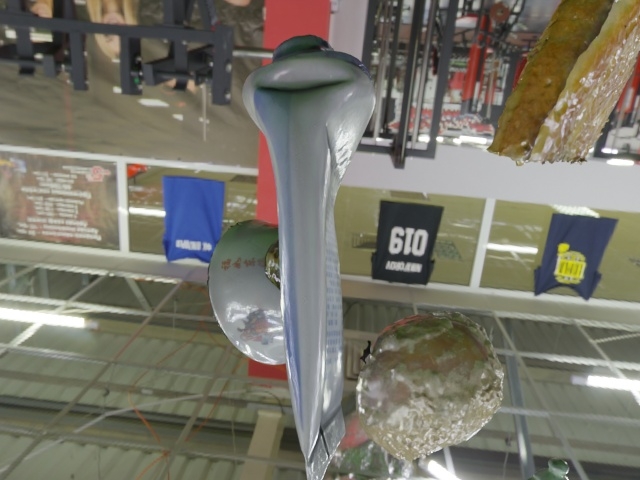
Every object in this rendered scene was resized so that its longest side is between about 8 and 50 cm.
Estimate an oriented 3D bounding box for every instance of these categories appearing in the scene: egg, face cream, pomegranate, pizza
[{"bbox_3d":[0.212,0.282,0.985,0.279,0.310,0.279,43,-172,-7],"label":"egg"},{"bbox_3d":[0.000,0.000,0.495,0.137,0.421,0.235,-5,171,6],"label":"face cream"},{"bbox_3d":[-0.041,0.031,0.939,0.125,0.163,0.138,-5,-161,-28],"label":"pomegranate"},{"bbox_3d":[0.385,-0.231,0.767,0.130,0.440,0.406,33,171,29],"label":"pizza"}]

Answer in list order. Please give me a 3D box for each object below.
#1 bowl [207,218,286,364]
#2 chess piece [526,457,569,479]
[{"bbox_3d":[-0.067,0.096,1.112,0.157,0.346,0.345,-20,179,40],"label":"bowl"},{"bbox_3d":[0.291,0.421,0.680,0.139,0.272,0.139,10,-169,-2],"label":"chess piece"}]
